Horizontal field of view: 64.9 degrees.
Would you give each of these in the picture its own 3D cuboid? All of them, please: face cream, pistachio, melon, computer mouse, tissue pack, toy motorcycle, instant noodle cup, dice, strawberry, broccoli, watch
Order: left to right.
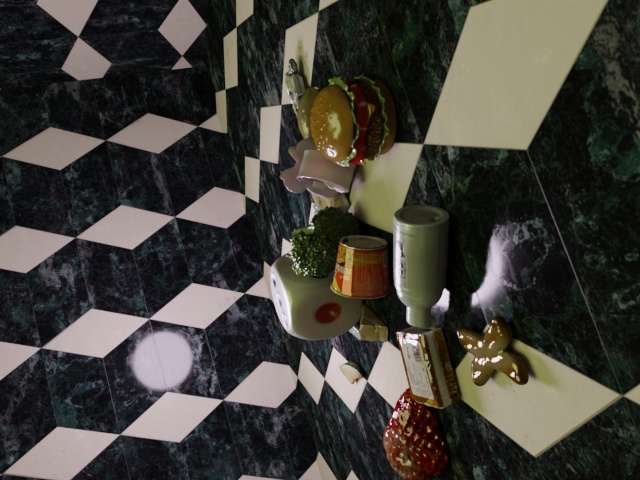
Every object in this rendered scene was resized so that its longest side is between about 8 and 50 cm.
[{"bbox_3d":[-0.103,-0.620,2.063,0.151,0.074,0.228,177,78,-73],"label":"toy motorcycle"},{"bbox_3d":[-0.023,0.213,2.050,0.304,0.305,0.276,-129,32,-56],"label":"dice"},{"bbox_3d":[-0.021,-0.460,1.881,0.136,0.136,0.225,-152,57,-65],"label":"pistachio"},{"bbox_3d":[0.000,-0.259,1.771,0.217,0.249,0.210,169,117,-81],"label":"watch"},{"bbox_3d":[0.010,0.013,1.828,0.260,0.288,0.235,-38,63,47],"label":"broccoli"},{"bbox_3d":[0.028,-0.180,1.970,0.148,0.092,0.196,113,140,-62],"label":"tissue pack"},{"bbox_3d":[0.143,0.582,2.250,0.097,0.054,0.182,62,158,20],"label":"melon"},{"bbox_3d":[0.153,0.375,2.104,0.110,0.032,0.055,38,140,46],"label":"computer mouse"},{"bbox_3d":[0.142,0.082,1.692,0.213,0.214,0.174,-144,53,-62],"label":"instant noodle cup"},{"bbox_3d":[0.301,0.659,1.705,0.265,0.150,0.335,-142,43,-63],"label":"strawberry"},{"bbox_3d":[0.274,0.097,1.385,0.145,0.146,0.369,-137,38,-58],"label":"face cream"},{"bbox_3d":[0.322,0.382,1.536,0.183,0.092,0.225,158,96,-71],"label":"tissue pack"}]

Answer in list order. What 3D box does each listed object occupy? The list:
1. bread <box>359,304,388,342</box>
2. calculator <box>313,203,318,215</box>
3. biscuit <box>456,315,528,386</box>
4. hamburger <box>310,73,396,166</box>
[{"bbox_3d":[0.207,0.313,1.918,0.152,0.105,0.077,-73,-19,-60],"label":"bread"},{"bbox_3d":[0.001,-0.091,2.216,0.095,0.021,0.152,136,118,-68],"label":"calculator"},{"bbox_3d":[0.421,0.278,1.246,0.208,0.047,0.164,130,123,-67],"label":"biscuit"},{"bbox_3d":[0.080,-0.355,1.511,0.274,0.213,0.274,166,90,-71],"label":"hamburger"}]
